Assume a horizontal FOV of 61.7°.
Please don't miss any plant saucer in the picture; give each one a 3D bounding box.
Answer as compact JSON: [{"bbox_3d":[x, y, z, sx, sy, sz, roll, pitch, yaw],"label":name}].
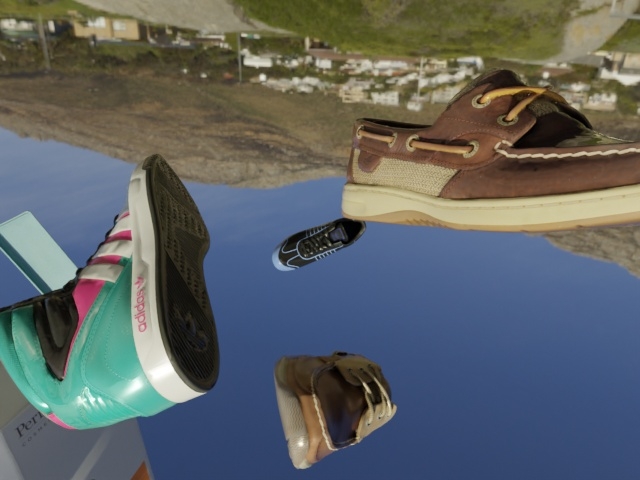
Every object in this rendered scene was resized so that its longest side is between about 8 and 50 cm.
[{"bbox_3d":[-0.395,0.043,0.788,0.067,0.192,0.018,-28,-146,-3],"label":"plant saucer"}]

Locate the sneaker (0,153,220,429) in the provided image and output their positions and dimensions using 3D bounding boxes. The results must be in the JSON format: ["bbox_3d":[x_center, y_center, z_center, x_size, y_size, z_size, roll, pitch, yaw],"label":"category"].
[{"bbox_3d":[-0.194,0.046,0.486,0.178,0.123,0.295,-26,-141,5],"label":"sneaker"}]

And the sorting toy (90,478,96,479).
[{"bbox_3d":[-0.180,0.272,0.431,0.046,0.132,0.274,-38,175,7],"label":"sorting toy"}]

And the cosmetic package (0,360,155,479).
[{"bbox_3d":[-0.439,0.374,0.909,0.162,0.453,0.230,8,-147,18],"label":"cosmetic package"}]

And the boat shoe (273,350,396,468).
[{"bbox_3d":[0.026,0.182,0.641,0.116,0.123,0.324,-16,170,6],"label":"boat shoe"}]

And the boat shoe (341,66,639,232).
[{"bbox_3d":[0.133,-0.072,0.413,0.123,0.123,0.342,-3,-174,-31],"label":"boat shoe"}]

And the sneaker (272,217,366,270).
[{"bbox_3d":[0.000,0.000,1.234,0.232,0.081,0.090,-26,-179,-26],"label":"sneaker"}]
